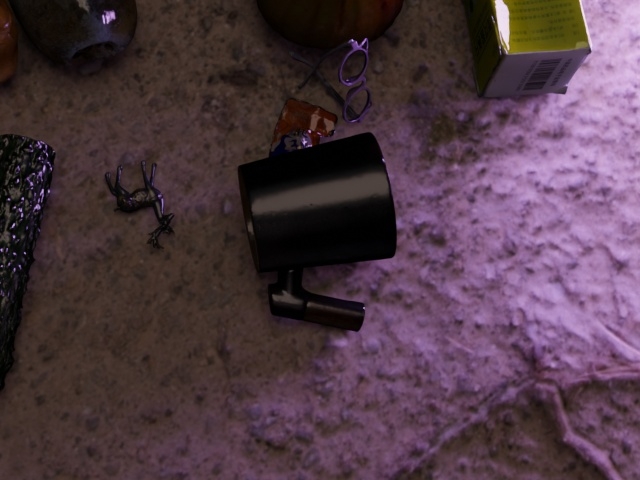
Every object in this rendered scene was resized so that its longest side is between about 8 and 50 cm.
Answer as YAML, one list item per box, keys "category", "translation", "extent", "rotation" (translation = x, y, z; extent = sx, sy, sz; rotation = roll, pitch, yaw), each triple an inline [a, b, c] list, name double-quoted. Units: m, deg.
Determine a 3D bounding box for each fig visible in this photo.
- category: "fig"
  translation: [0.020, -0.378, 1.512]
  extent: [0.217, 0.321, 0.216]
  rotation: [2, 77, -7]

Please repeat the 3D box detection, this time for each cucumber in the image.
- category: "cucumber"
  translation: [-0.402, 0.046, 1.437]
  extent: [0.096, 0.096, 0.359]
  rotation: [8, 74, -6]

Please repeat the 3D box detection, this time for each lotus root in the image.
- category: "lotus root"
  translation: [-0.358, -0.382, 1.554]
  extent: [0.158, 0.140, 0.322]
  rotation: [-24, 75, -14]

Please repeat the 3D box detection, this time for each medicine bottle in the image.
- category: "medicine bottle"
  translation: [0.278, -0.338, 1.633]
  extent: [0.141, 0.137, 0.250]
  rotation: [-6, 72, -10]

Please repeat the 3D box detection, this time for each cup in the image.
- category: "cup"
  translation: [0.001, -0.009, 1.475]
  extent: [0.177, 0.166, 0.239]
  rotation: [-10, 73, -8]

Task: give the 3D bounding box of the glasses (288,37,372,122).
- category: "glasses"
  translation: [0.014, -0.231, 1.584]
  extent: [0.104, 0.140, 0.062]
  rotation: [33, 60, 32]

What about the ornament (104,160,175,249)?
- category: "ornament"
  translation: [-0.233, -0.043, 1.522]
  extent: [0.073, 0.028, 0.125]
  rotation: [-15, 73, -13]

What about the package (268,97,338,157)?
- category: "package"
  translation: [-0.026, -0.142, 1.582]
  extent: [0.077, 0.033, 0.110]
  rotation: [9, 55, 19]

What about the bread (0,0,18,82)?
- category: "bread"
  translation: [-0.534, -0.344, 1.513]
  extent: [0.195, 0.149, 0.344]
  rotation: [-24, 76, -27]
